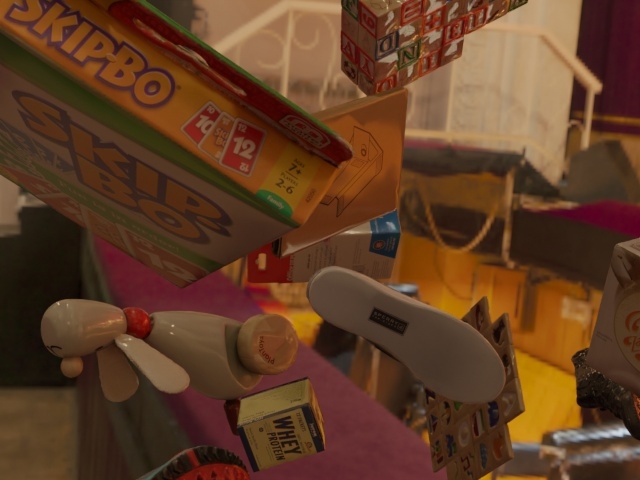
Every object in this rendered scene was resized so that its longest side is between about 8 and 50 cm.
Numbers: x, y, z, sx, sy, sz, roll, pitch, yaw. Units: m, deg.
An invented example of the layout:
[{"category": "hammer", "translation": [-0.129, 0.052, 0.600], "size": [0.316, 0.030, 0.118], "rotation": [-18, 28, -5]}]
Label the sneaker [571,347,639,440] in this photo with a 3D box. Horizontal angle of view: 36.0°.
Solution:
[{"category": "sneaker", "translation": [0.344, 0.183, 1.168], "size": [0.051, 0.089, 0.170], "rotation": [33, 36, -20]}]

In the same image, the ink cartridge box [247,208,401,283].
[{"category": "ink cartridge box", "translation": [0.000, 0.000, 1.533], "size": [0.231, 0.078, 0.134], "rotation": [-2, -34, -6]}]

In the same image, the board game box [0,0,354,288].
[{"category": "board game box", "translation": [-0.080, -0.035, 0.418], "size": [0.124, 0.039, 0.259], "rotation": [33, -19, -11]}]

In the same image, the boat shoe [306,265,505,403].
[{"category": "boat shoe", "translation": [0.089, 0.095, 1.045], "size": [0.229, 0.080, 0.076], "rotation": [26, 7, 1]}]

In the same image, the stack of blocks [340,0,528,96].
[{"category": "stack of blocks", "translation": [0.174, -0.349, 1.458], "size": [0.297, 0.171, 0.087], "rotation": [-30, 59, -18]}]

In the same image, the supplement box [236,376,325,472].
[{"category": "supplement box", "translation": [-0.042, 0.201, 1.084], "size": [0.083, 0.056, 0.083], "rotation": [-18, 14, 3]}]

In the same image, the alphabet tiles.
[{"category": "alphabet tiles", "translation": [0.259, 0.273, 1.719], "size": [0.011, 0.285, 0.342], "rotation": [6, -31, -17]}]

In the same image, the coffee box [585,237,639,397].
[{"category": "coffee box", "translation": [0.385, 0.105, 0.921], "size": [0.098, 0.141, 0.246], "rotation": [-11, 31, -34]}]

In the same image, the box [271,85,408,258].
[{"category": "box", "translation": [0.024, -0.082, 1.155], "size": [0.201, 0.164, 0.021], "rotation": [-23, 39, -39]}]

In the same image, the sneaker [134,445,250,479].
[{"category": "sneaker", "translation": [-0.193, 0.284, 1.039], "size": [0.262, 0.104, 0.125], "rotation": [-11, -2, -42]}]

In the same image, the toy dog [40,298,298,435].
[{"category": "toy dog", "translation": [-0.195, 0.170, 1.279], "size": [0.334, 0.160, 0.220], "rotation": [4, -12, -18]}]
